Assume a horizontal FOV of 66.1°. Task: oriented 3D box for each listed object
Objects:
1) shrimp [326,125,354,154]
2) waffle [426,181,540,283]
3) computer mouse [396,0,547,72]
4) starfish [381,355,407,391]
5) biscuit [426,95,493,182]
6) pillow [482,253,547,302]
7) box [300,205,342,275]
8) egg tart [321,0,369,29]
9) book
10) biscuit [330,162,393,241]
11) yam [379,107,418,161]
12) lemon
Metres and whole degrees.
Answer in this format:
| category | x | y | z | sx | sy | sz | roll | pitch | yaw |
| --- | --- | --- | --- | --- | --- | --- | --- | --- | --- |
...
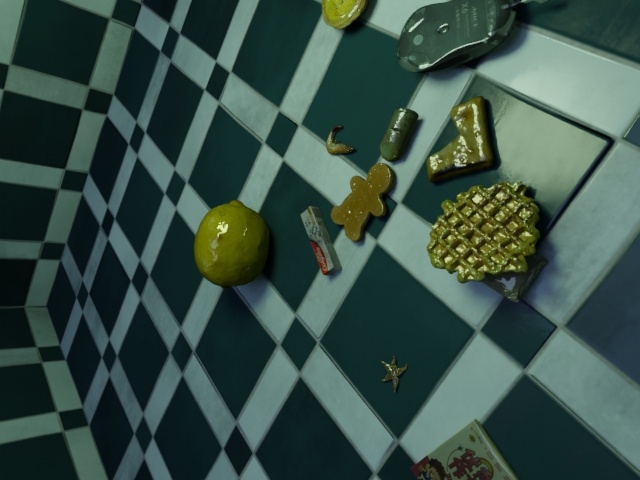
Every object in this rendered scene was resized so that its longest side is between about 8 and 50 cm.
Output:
| category | x | y | z | sx | sy | sz | roll | pitch | yaw |
| --- | --- | --- | --- | --- | --- | --- | --- | --- | --- |
| shrimp | 0.061 | -0.298 | 1.473 | 0.127 | 0.025 | 0.091 | 26 | 102 | 45 |
| waffle | 0.352 | -0.018 | 1.077 | 0.237 | 0.059 | 0.243 | 0 | 62 | 32 |
| computer mouse | 0.355 | -0.499 | 1.166 | 0.379 | 0.090 | 0.167 | -4 | 83 | 38 |
| starfish | 0.194 | 0.350 | 1.290 | 0.092 | 0.016 | 0.086 | -35 | 65 | 34 |
| biscuit | 0.333 | -0.245 | 1.196 | 0.174 | 0.039 | 0.183 | -9 | 79 | 45 |
| pillow | 0.385 | 0.040 | 1.103 | 0.208 | 0.053 | 0.119 | 40 | 104 | 39 |
| box | 0.000 | 0.000 | 1.493 | 0.055 | 0.039 | 0.218 | -37 | 61 | 34 |
| egg tart | 0.085 | -0.716 | 1.456 | 0.191 | 0.074 | 0.191 | -7 | 80 | 44 |
| book | 0.328 | 0.545 | 1.134 | 0.232 | 0.022 | 0.162 | -52 | 55 | 28 |
| biscuit | 0.127 | -0.113 | 1.384 | 0.240 | 0.035 | 0.158 | -52 | 56 | 28 |
| yam | 0.203 | -0.279 | 1.302 | 0.069 | 0.069 | 0.146 | 37 | 110 | 40 |
| lemon | -0.294 | 0.015 | 1.635 | 0.260 | 0.260 | 0.284 | 18 | 77 | 44 |
